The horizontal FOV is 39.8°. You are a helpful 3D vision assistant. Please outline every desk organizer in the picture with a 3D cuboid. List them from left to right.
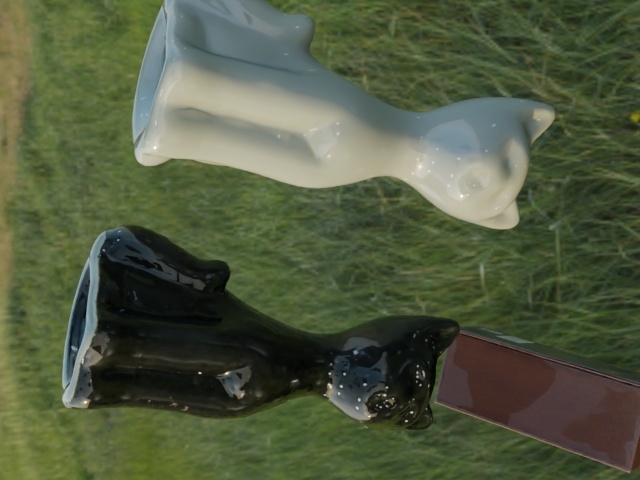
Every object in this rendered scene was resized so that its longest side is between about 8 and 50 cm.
[{"bbox_3d":[0.138,0.092,0.537,0.130,0.047,0.050,15,94,37],"label":"desk organizer"}]

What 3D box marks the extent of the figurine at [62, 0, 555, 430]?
[{"bbox_3d":[0.000,0.000,0.445,0.092,0.210,0.214,-118,45,-61],"label":"figurine"}]
